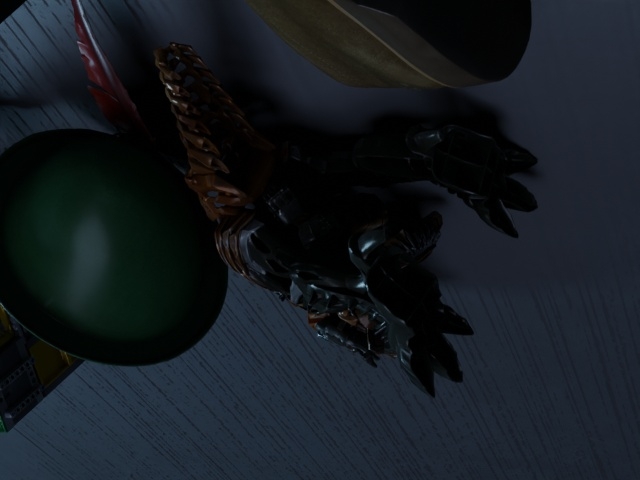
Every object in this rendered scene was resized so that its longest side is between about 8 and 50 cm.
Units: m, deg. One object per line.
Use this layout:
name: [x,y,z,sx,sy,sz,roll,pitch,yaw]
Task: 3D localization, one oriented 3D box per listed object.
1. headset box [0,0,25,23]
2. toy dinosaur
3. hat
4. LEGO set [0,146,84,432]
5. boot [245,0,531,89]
headset box: [-0.253,-0.220,0.416,0.293,0.110,0.218,28,152,21]
toy dinosaur: [0.000,0.000,0.698,0.218,0.164,0.322,8,173,41]
hat: [-0.108,-0.039,0.653,0.208,0.173,0.183,23,144,-24]
LEGO set: [-0.313,0.012,0.856,0.331,0.192,0.255,-11,111,29]
boot: [-0.038,-0.164,0.499,0.305,0.112,0.115,37,154,-32]
